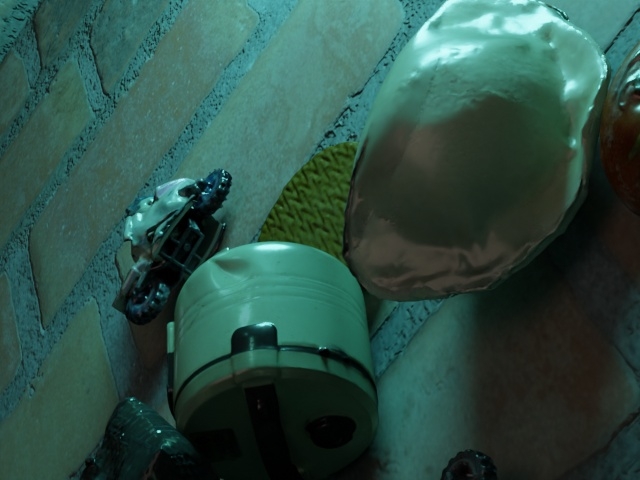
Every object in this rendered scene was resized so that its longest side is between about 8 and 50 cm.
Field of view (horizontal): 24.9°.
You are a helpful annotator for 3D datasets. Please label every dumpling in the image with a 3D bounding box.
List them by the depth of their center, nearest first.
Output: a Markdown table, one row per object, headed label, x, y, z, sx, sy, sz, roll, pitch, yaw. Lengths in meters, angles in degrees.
| label | x | y | z | sx | sy | sz | roll | pitch | yaw |
| --- | --- | --- | --- | --- | --- | --- | --- | --- | --- |
| dumpling | 0.169 | -0.106 | 1.448 | 0.260 | 0.181 | 0.341 | 4 | 38 | 37 |

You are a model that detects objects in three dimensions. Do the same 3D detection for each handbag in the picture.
| label | x | y | z | sx | sy | sz | roll | pitch | yaw |
| --- | --- | --- | --- | --- | --- | --- | --- | --- | --- |
| handbag | -0.208 | 0.287 | 1.428 | 0.175 | 0.088 | 0.270 | 7 | 65 | 51 |

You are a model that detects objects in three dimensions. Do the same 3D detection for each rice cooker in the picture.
| label | x | y | z | sx | sy | sz | roll | pitch | yaw |
| --- | --- | --- | --- | --- | --- | --- | --- | --- | --- |
| rice cooker | -0.051 | 0.140 | 1.531 | 0.226 | 0.226 | 0.244 | -43 | 39 | 31 |

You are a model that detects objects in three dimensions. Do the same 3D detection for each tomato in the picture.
| label | x | y | z | sx | sy | sz | roll | pitch | yaw |
| --- | --- | --- | --- | --- | --- | --- | --- | --- | --- |
| tomato | 0.331 | -0.125 | 1.262 | 0.237 | 0.095 | 0.237 | -39 | 37 | 37 |

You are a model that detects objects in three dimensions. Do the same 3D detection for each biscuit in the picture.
| label | x | y | z | sx | sy | sz | roll | pitch | yaw |
| --- | --- | --- | --- | --- | --- | --- | --- | --- | --- |
| biscuit | 0.000 | 0.000 | 1.741 | 0.262 | 0.037 | 0.262 | -38 | 38 | 37 |

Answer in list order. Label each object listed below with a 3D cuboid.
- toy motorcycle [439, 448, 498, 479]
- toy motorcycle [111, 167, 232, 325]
| label | x | y | z | sx | sy | sz | roll | pitch | yaw |
| --- | --- | --- | --- | --- | --- | --- | --- | --- | --- |
| toy motorcycle | 0.090 | 0.295 | 1.306 | 0.229 | 0.094 | 0.130 | -53 | 32 | 26 |
| toy motorcycle | -0.227 | 0.000 | 2.041 | 0.239 | 0.108 | 0.204 | -47 | 30 | -18 |
